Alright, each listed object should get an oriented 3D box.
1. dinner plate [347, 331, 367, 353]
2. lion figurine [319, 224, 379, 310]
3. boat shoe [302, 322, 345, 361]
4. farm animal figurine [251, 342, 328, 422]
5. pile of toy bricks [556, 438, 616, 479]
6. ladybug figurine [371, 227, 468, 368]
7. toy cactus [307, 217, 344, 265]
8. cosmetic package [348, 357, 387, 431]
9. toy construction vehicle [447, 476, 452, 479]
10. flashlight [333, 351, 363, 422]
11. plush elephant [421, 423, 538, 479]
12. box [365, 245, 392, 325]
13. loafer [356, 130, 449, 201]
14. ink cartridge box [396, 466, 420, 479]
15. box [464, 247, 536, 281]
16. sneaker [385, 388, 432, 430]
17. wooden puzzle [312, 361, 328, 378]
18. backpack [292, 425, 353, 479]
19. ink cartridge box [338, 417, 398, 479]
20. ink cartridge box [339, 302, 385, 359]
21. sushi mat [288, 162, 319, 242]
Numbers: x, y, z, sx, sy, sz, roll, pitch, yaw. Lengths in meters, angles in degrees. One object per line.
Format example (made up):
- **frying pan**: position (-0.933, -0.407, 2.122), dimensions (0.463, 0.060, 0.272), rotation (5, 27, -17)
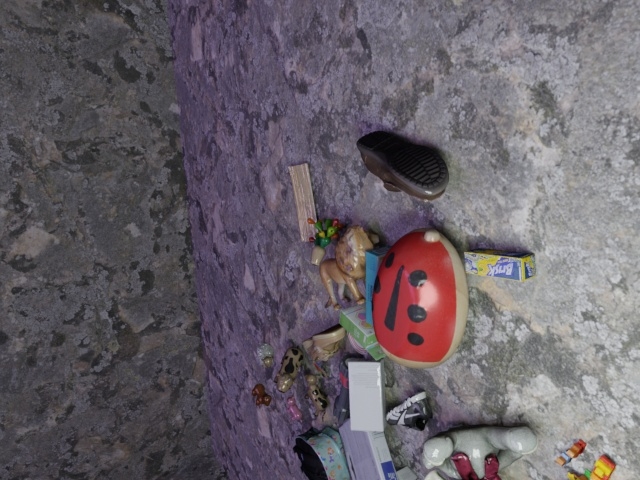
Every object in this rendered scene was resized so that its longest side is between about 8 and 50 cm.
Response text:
- **dinner plate**: position (0.143, 0.347, 1.835), dimensions (0.141, 0.017, 0.141), rotation (27, 122, 52)
- **lion figurine**: position (0.074, 0.105, 1.727), dimensions (0.392, 0.142, 0.241), rotation (-29, 86, 53)
- **boat shoe**: position (0.028, 0.407, 1.959), dimensions (0.110, 0.121, 0.341), rotation (65, 157, 10)
- **farm animal figurine**: position (-0.123, 0.606, 2.180), dimensions (0.172, 0.329, 0.327), rotation (115, 161, -49)
- **pile of toy bricks**: position (0.573, 0.566, 1.135), dimensions (0.118, 0.105, 0.213), rotation (38, 132, 46)
- **ladybug figurine**: position (0.256, 0.174, 1.397), dimensions (0.305, 0.161, 0.450), rotation (33, 129, 46)
- **toy cactus**: position (0.000, 0.000, 1.814), dimensions (0.219, 0.112, 0.181), rotation (-6, 63, 65)
- **cosmetic package**: position (0.162, 0.528, 1.719), dimensions (0.117, 0.085, 0.232), rotation (-2, 86, 17)
- **toy construction vehicle**: position (0.426, 0.727, 1.502), dimensions (0.098, 0.035, 0.086), rotation (59, 144, 27)
- **flashlight**: position (0.104, 0.560, 1.912), dimensions (0.103, 0.103, 0.304), rotation (43, 140, 36)
- **plush elephant**: position (0.401, 0.622, 1.298), dimensions (0.330, 0.271, 0.256), rotation (83, 180, -74)
- **box**: position (0.200, 0.148, 1.589), dimensions (0.060, 0.100, 0.245), rotation (24, 121, 54)
- **loafer**: position (0.236, -0.197, 1.404), dimensions (0.366, 0.133, 0.130), rotation (51, 165, 51)
- **ink cartridge box**: position (0.316, 0.870, 1.706), dimensions (0.150, 0.063, 0.109), rotation (37, 131, 48)
- **box**: position (0.435, 0.057, 1.219), dimensions (0.168, 0.054, 0.059), rotation (7, 107, 57)
- **sneaker**: position (0.289, 0.577, 1.626), dimensions (0.106, 0.078, 0.234), rotation (63, 144, 26)
- **wooden puzzle**: position (-0.002, 0.546, 2.101), dimensions (0.078, 0.014, 0.116), rotation (31, 154, 44)
- **backpack**: position (0.021, 0.903, 2.069), dimensions (0.253, 0.190, 0.225), rotation (-18, 92, 69)
- **ink cartridge box**: position (0.178, 0.813, 1.844), dimensions (0.330, 0.071, 0.325), rotation (112, 146, -57)
- **ink cartridge box**: position (0.168, 0.300, 1.687), dimensions (0.209, 0.108, 0.062), rotation (41, 136, 44)
- **sushi mat**: position (-0.064, -0.144, 1.985), dimensions (0.151, 0.019, 0.317), rotation (0, 101, 57)
